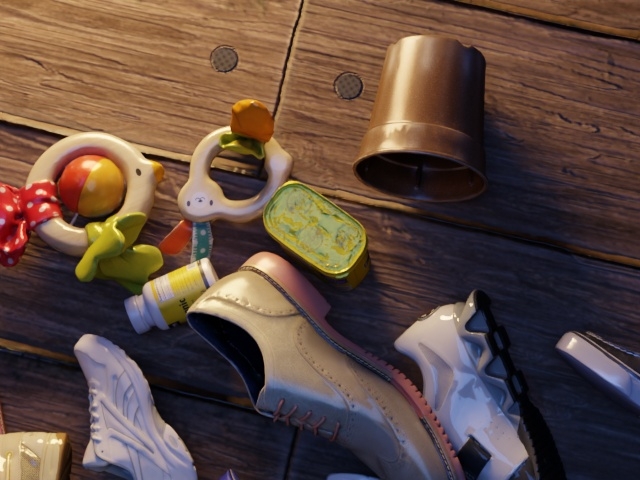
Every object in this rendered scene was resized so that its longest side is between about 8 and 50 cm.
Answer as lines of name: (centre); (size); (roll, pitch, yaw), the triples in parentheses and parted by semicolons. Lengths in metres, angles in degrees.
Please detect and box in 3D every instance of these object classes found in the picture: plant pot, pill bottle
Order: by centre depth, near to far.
plant pot: (0.132, -0.151, 1.784); (0.167, 0.167, 0.165); (7, 72, 6)
pill bottle: (-0.181, 0.072, 1.811); (0.116, 0.065, 0.065); (-23, 79, 1)

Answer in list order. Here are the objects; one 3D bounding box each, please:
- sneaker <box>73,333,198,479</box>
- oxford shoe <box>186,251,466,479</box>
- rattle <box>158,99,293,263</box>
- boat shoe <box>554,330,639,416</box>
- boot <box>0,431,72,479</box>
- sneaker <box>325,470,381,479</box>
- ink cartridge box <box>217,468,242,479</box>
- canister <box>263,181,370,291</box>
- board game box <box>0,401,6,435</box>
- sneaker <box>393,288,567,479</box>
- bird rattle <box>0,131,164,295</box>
sneaker: (-0.248, 0.222, 1.764); (0.115, 0.090, 0.232); (-30, 77, -19)
oxford shoe: (0.001, 0.192, 1.711); (0.146, 0.140, 0.397); (-31, 64, -36)
rattle: (-0.125, -0.064, 1.798); (0.199, 0.143, 0.130); (-43, 97, -9)
boat shoe: (0.424, 0.173, 1.720); (0.301, 0.108, 0.102); (30, 84, 7)
boot: (-0.415, 0.343, 1.722); (0.203, 0.095, 0.262); (6, 65, 3)
sneaker: (0.076, 0.317, 1.751); (0.152, 0.054, 0.061); (17, 84, 7)
ink cartridge box: (-0.116, 0.454, 1.667); (0.395, 0.151, 0.270); (-41, 94, -5)
canister: (0.000, 0.000, 1.755); (0.126, 0.170, 0.073); (35, 84, 10)
board game box: (-0.449, 0.321, 1.809); (0.145, 0.027, 0.281); (-13, 79, 4)
sneaker: (0.191, 0.237, 1.735); (0.146, 0.122, 0.331); (-25, 79, 18)
bird rattle: (-0.306, -0.039, 1.839); (0.253, 0.143, 0.207); (20, 70, 21)
